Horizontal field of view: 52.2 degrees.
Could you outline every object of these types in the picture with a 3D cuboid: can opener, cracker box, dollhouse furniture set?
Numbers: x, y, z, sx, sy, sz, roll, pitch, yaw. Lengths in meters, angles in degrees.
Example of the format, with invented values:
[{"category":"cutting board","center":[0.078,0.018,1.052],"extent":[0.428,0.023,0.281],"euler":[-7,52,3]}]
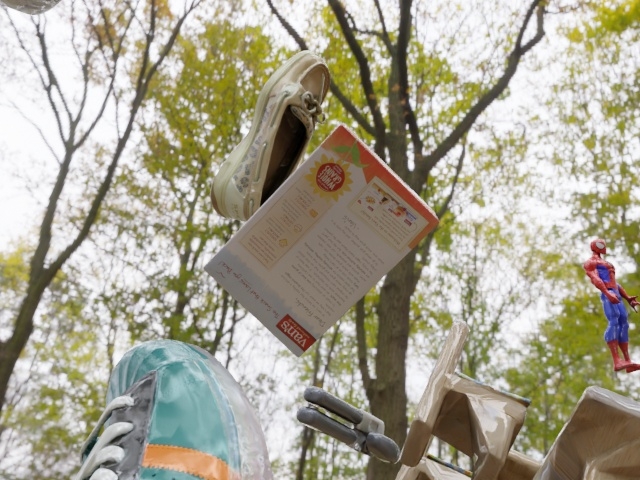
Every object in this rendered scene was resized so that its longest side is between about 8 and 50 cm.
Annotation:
[{"category":"can opener","center":[0.060,0.339,1.205],"extent":[0.093,0.074,0.280],"euler":[1,-27,40]},{"category":"cracker box","center":[0.000,0.000,0.763],"extent":[0.156,0.067,0.232],"euler":[44,-79,-5]},{"category":"dollhouse furniture set","center":[0.271,0.273,0.686],"extent":[0.362,0.256,0.394],"euler":[21,-48,15]}]

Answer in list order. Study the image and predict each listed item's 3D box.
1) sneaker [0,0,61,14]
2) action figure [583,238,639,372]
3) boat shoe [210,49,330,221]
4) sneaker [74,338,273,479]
[{"category":"sneaker","center":[-0.190,-0.304,0.609],"extent":[0.366,0.137,0.210],"euler":[-7,-3,-43]},{"category":"action figure","center":[0.249,0.052,0.554],"extent":[0.038,0.115,0.030],"euler":[10,-31,-35]},{"category":"boat shoe","center":[-0.050,-0.147,0.948],"extent":[0.089,0.285,0.104],"euler":[17,-15,36]},{"category":"sneaker","center":[-0.092,0.154,0.309],"extent":[0.121,0.302,0.108],"euler":[21,-64,-32]}]
